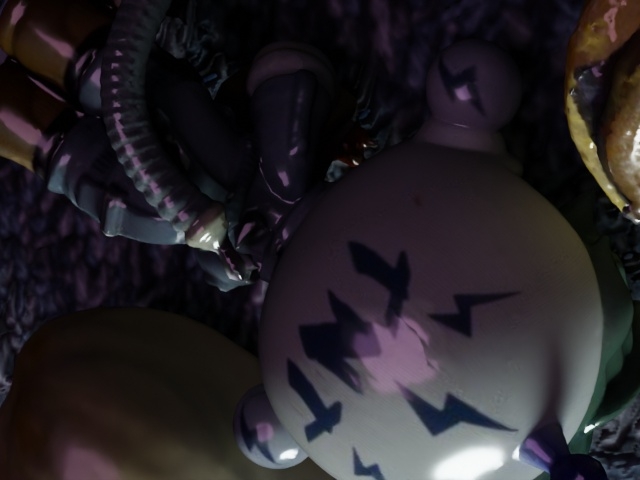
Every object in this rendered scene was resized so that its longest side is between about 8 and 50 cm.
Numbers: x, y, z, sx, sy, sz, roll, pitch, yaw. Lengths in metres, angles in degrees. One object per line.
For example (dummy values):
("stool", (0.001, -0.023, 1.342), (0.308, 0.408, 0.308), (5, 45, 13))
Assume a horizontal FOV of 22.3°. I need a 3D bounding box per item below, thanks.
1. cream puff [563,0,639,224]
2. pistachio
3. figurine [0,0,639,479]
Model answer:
("cream puff", (0.198, -0.071, 0.715), (0.189, 0.129, 0.189), (12, 134, 13))
("pistachio", (-0.085, 0.168, 0.989), (0.288, 0.197, 0.166), (52, 171, -7))
("figurine", (-0.001, 0.002, 0.849), (0.382, 0.186, 0.261), (36, 129, 14))
